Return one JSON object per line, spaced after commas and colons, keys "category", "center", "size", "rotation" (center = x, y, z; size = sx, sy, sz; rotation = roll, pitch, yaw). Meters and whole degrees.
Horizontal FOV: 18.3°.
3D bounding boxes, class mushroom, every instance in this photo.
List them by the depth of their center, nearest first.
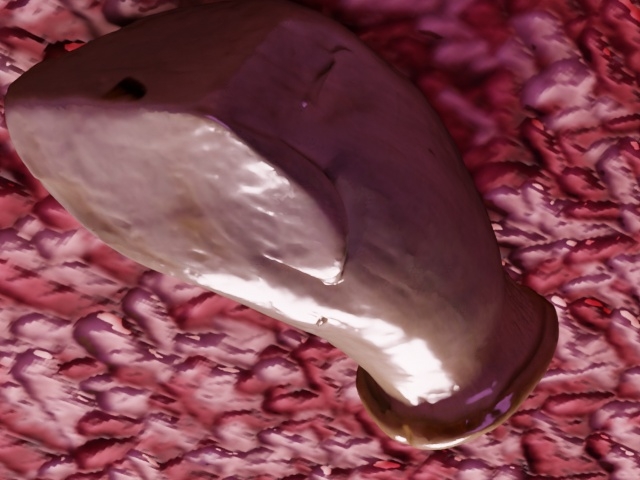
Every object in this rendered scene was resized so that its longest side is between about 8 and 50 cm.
{"category": "mushroom", "center": [0.003, -0.010, 0.708], "size": [0.247, 0.096, 0.108], "rotation": [38, 81, -43]}
